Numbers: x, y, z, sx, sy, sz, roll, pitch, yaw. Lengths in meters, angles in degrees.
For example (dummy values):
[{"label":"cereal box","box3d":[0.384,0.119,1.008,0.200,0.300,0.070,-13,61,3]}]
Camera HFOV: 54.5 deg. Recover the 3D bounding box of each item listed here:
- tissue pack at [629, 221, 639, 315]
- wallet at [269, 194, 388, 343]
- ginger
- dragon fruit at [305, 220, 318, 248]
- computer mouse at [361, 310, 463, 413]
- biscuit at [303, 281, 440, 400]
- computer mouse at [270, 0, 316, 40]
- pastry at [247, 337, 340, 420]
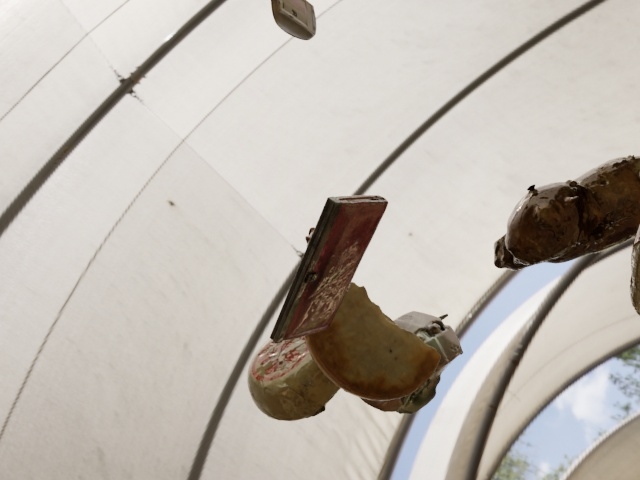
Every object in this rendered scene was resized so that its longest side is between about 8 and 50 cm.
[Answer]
[{"label":"tissue pack","box3d":[0.459,-0.026,0.767,0.226,0.091,0.183,-58,-40,-21]},{"label":"wallet","box3d":[0.012,0.041,0.873,0.119,0.025,0.232,-8,-51,-48]},{"label":"ginger","box3d":[0.564,-0.064,1.313,0.254,0.418,0.176,52,-166,-72]},{"label":"dragon fruit","box3d":[-0.001,-0.002,1.741,0.081,0.086,0.116,4,-90,-29]},{"label":"computer mouse","box3d":[0.221,0.255,1.447,0.389,0.199,0.115,-32,-26,-41]},{"label":"biscuit","box3d":[0.078,0.202,1.225,0.309,0.040,0.204,40,-124,-1]},{"label":"computer mouse","box3d":[-0.068,-0.529,1.429,0.199,0.044,0.102,1,-96,-64]},{"label":"pastry","box3d":[-0.060,0.312,1.495,0.265,0.264,0.133,-42,-63,-29]}]
